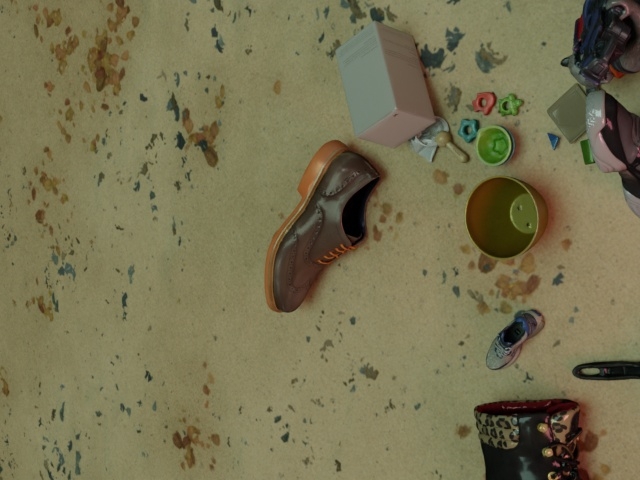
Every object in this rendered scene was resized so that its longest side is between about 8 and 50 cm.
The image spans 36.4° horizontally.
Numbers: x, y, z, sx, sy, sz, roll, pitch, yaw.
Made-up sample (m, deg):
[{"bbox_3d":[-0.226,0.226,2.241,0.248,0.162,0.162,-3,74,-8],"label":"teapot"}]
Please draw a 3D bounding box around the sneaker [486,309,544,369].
[{"bbox_3d":[0.312,0.168,1.627,0.052,0.058,0.135,48,124,26],"label":"sneaker"}]

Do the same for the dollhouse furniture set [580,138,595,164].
[{"bbox_3d":[0.469,-0.152,1.446,0.151,0.058,0.076,-12,88,42],"label":"dollhouse furniture set"}]

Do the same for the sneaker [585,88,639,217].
[{"bbox_3d":[0.472,-0.130,1.342,0.153,0.268,0.101,-13,52,34],"label":"sneaker"}]

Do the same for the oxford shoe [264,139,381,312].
[{"bbox_3d":[0.000,0.000,1.836,0.132,0.130,0.364,34,117,26],"label":"oxford shoe"}]

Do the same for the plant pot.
[{"bbox_3d":[0.314,-0.039,1.572,0.134,0.095,0.134,6,99,40],"label":"plant pot"}]

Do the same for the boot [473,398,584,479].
[{"bbox_3d":[0.401,0.402,1.535,0.377,0.138,0.284,-6,92,47],"label":"boot"}]

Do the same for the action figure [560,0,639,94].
[{"bbox_3d":[0.465,-0.299,1.325,0.178,0.341,0.330,39,138,-15],"label":"action figure"}]

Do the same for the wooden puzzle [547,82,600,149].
[{"bbox_3d":[0.400,-0.200,1.532,0.116,0.014,0.079,-38,67,38],"label":"wooden puzzle"}]

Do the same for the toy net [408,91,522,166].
[{"bbox_3d":[0.233,-0.189,1.657,0.232,0.045,0.122,5,100,41],"label":"toy net"}]

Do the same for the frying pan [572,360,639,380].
[{"bbox_3d":[0.534,0.168,1.445,0.326,0.053,0.197,18,107,35],"label":"frying pan"}]

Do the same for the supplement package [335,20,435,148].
[{"bbox_3d":[0.111,-0.268,1.690,0.105,0.105,0.179,-30,61,38],"label":"supplement package"}]
